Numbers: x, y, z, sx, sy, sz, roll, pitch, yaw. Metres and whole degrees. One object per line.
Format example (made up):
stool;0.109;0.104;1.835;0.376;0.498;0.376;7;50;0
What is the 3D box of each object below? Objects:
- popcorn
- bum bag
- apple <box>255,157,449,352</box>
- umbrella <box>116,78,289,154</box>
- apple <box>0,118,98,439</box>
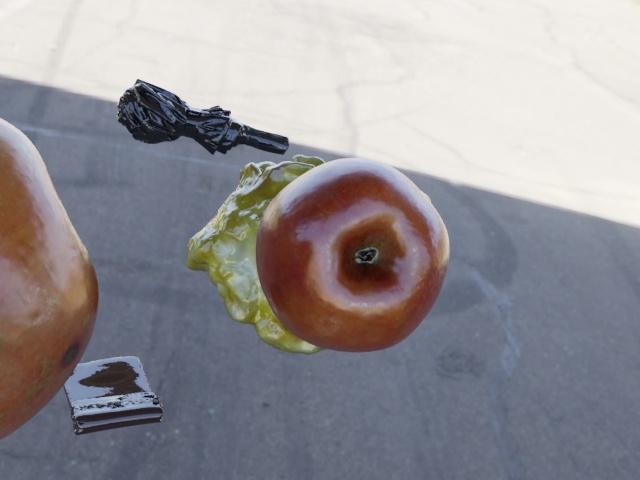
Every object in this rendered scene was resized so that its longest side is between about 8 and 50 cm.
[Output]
popcorn;-0.005;0.012;1.471;0.334;0.294;0.292;27;12;15
bum bag;-0.265;0.188;1.205;0.109;0.026;0.159;-7;25;-21
apple;0.034;0.017;1.073;0.218;0.218;0.201;7;-4;-13
umbrella;-0.225;-0.221;1.867;0.340;0.118;0.118;12;19;-18
apple;-0.284;0.025;0.706;0.253;0.254;0.253;10;20;-4
